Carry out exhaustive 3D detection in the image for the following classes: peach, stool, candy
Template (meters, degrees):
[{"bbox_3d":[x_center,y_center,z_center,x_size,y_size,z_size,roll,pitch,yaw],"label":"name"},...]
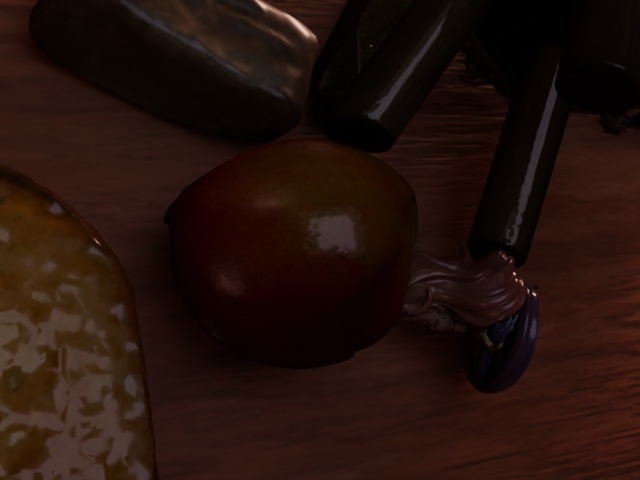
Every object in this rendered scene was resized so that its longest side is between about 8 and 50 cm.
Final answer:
[{"bbox_3d":[-0.025,0.009,0.846,0.197,0.197,0.197,12,64,-27],"label":"peach"},{"bbox_3d":[0.208,-0.136,0.893,0.310,0.310,0.226,36,60,-40],"label":"stool"},{"bbox_3d":[-0.116,-0.168,0.908,0.234,0.102,0.104,27,58,-22],"label":"candy"}]

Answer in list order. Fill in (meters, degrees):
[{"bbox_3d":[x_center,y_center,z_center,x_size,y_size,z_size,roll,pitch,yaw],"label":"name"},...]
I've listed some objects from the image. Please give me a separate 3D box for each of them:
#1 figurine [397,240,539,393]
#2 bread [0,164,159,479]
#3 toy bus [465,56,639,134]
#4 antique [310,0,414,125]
[{"bbox_3d":[0.120,0.050,0.955,0.157,0.114,0.126,35,11,-5],"label":"figurine"},{"bbox_3d":[-0.269,0.117,0.629,0.398,0.215,0.398,11,63,-22],"label":"bread"},{"bbox_3d":[0.294,-0.208,1.172,0.302,0.113,0.139,12,64,-29],"label":"toy bus"},{"bbox_3d":[0.058,-0.192,1.035,0.080,0.081,0.221,35,56,-13],"label":"antique"}]
